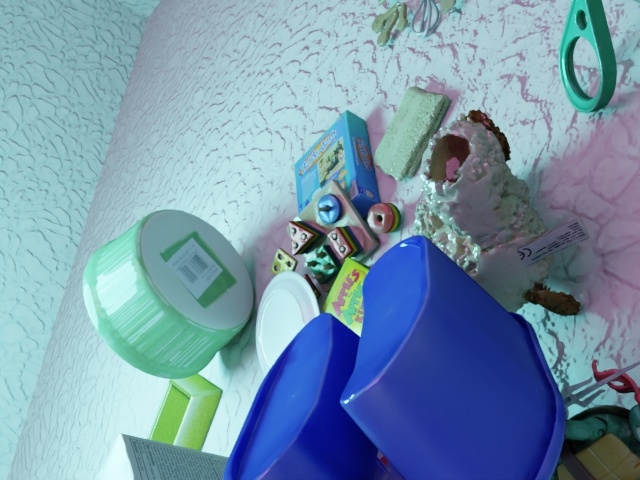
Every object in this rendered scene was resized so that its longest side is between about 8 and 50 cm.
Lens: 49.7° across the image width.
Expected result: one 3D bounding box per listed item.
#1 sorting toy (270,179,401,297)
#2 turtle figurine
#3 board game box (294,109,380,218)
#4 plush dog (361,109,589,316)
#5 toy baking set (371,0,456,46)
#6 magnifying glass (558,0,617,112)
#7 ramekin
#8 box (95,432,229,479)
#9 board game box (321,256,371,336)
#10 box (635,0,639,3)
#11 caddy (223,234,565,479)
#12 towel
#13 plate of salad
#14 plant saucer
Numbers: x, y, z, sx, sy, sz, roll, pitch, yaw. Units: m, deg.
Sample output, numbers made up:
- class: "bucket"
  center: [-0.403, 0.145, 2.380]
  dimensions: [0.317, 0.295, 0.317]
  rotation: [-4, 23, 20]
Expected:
- class: "sorting toy"
  center: [0.000, 0.000, 1.102]
  dimensions: [0.274, 0.046, 0.132]
  rotation: [-45, 66, 34]
- class: "turtle figurine"
  center: [0.233, 0.204, 0.590]
  dimensions: [0.175, 0.118, 0.234]
  rotation: [46, 117, 15]
- class: "board game box"
  center: [0.023, -0.100, 1.197]
  dimensions: [0.160, 0.047, 0.210]
  rotation: [-42, 39, 35]
- class: "plush dog"
  center: [0.179, -0.015, 0.790]
  dimensions: [0.225, 0.210, 0.263]
  rotation: [-82, 12, -59]
- class: "toy baking set"
  center: [0.176, -0.438, 1.218]
  dimensions: [0.256, 0.030, 0.197]
  rotation: [9, 79, 59]
- class: "magnifying glass"
  center: [0.290, -0.252, 0.755]
  dimensions: [0.092, 0.026, 0.231]
  rotation: [-117, 14, -60]
- class: "ramekin"
  center: [-0.268, 0.089, 1.288]
  dimensions: [0.148, 0.303, 0.303]
  rotation: [-38, 40, 29]
- class: "box"
  center: [-0.112, 0.349, 0.828]
  dimensions: [0.121, 0.311, 0.148]
  rotation: [-61, 30, 7]
- class: "board game box"
  center: [0.075, 0.096, 0.980]
  dimensions: [0.092, 0.043, 0.181]
  rotation: [-64, 30, 3]
- class: "box"
  center: [0.388, -0.405, 0.767]
  dimensions: [0.243, 0.117, 0.214]
  rotation: [-53, 33, 20]
- class: "caddy"
  center: [0.069, 0.148, 0.577]
  dimensions: [0.241, 0.179, 0.341]
  rotation: [-44, 7, 18]
- class: "towel"
  center: [0.138, -0.169, 1.084]
  dimensions: [0.148, 0.027, 0.110]
  rotation: [-62, 31, 7]
- class: "plate of salad"
  center: [-0.047, 0.149, 1.115]
  dimensions: [0.199, 0.048, 0.200]
  rotation: [-8, 80, 55]
- class: "plant saucer"
  center: [-0.279, 0.354, 1.355]
  dimensions: [0.188, 0.045, 0.188]
  rotation: [8, 76, 59]
